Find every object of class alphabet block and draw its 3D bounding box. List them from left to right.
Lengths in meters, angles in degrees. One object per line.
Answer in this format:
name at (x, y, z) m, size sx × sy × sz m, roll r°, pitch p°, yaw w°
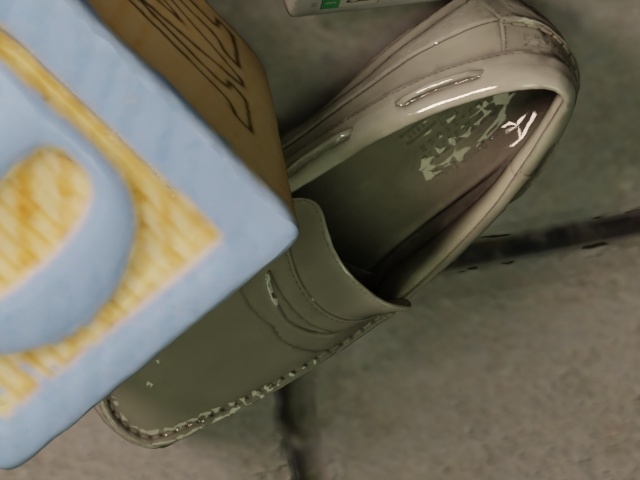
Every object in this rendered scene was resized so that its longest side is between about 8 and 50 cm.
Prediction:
alphabet block at (-0.144, -0.049, 0.892) m, size 0.192 × 0.197 × 0.193 m, roll -38°, pitch 114°, yaw 13°

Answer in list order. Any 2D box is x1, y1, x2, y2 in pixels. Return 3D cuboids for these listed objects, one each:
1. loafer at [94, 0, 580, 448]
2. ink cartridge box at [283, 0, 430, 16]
loafer at (0.000, 0.000, 0.979) m, size 0.112 × 0.111 × 0.319 m, roll 40°, pitch 106°, yaw -22°
ink cartridge box at (0.094, -0.155, 0.878) m, size 0.224 × 0.181 × 0.056 m, roll -5°, pitch 85°, yaw -3°
